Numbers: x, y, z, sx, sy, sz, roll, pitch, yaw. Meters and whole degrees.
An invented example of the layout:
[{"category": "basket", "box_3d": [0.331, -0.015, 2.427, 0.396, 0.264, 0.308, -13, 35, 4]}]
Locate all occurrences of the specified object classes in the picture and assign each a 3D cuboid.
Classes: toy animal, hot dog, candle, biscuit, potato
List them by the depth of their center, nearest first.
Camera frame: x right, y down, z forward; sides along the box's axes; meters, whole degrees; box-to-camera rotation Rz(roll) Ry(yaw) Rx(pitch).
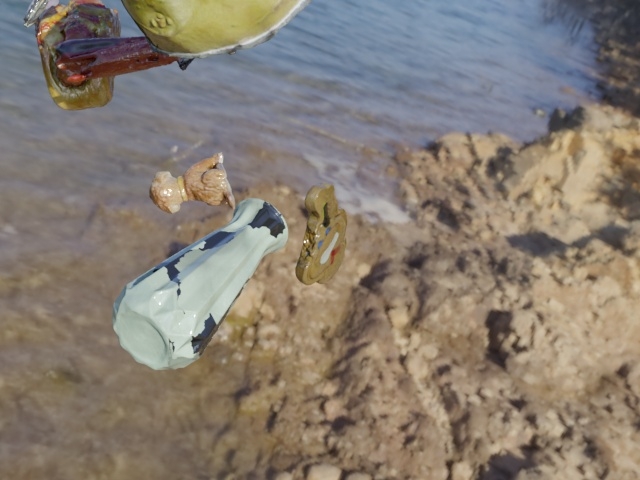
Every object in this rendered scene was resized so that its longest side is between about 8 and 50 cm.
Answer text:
[{"category": "potato", "box_3d": [-0.151, -0.401, 1.223, 0.196, 0.299, 0.246, 61, 11, -51]}, {"category": "candle", "box_3d": [-0.331, -0.323, 1.528, 0.301, 0.084, 0.059, -3, -10, 21]}, {"category": "hot dog", "box_3d": [-0.480, -0.394, 1.767, 0.150, 0.153, 0.257, -4, 58, 3]}, {"category": "biscuit", "box_3d": [0.006, -0.007, 1.969, 0.047, 0.320, 0.183, 22, 48, 21]}, {"category": "toy animal", "box_3d": [-0.293, -0.107, 2.008, 0.185, 0.104, 0.184, -11, 37, -11]}]

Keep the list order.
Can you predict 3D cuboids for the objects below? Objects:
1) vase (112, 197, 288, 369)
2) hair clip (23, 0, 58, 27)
[{"category": "vase", "box_3d": [-0.188, 0.063, 1.482, 0.165, 0.165, 0.360, 28, 41, 13]}, {"category": "hair clip", "box_3d": [-0.385, -0.458, 1.384, 0.084, 0.292, 0.106, 35, -1, 6]}]
